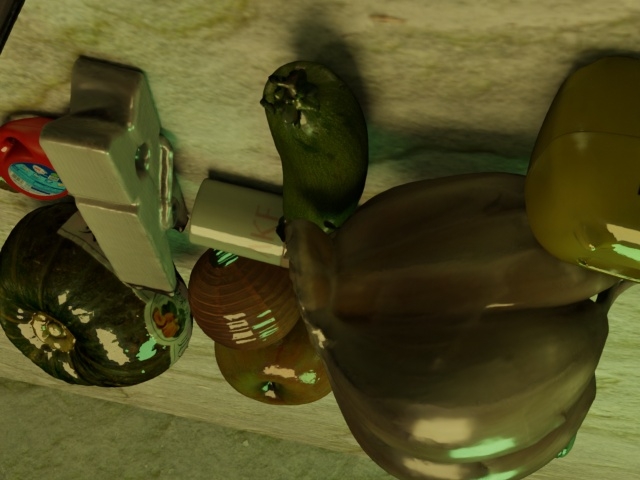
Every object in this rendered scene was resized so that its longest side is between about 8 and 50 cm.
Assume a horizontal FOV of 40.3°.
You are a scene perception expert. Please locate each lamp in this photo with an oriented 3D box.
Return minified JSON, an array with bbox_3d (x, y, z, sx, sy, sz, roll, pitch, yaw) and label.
[{"bbox_3d":[-0.084,0.058,0.997,0.136,0.136,0.136,13,160,5],"label":"lamp"}]

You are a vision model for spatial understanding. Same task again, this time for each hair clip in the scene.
[{"bbox_3d":[-0.182,-0.048,0.844,0.085,0.101,0.331,17,158,4],"label":"hair clip"}]

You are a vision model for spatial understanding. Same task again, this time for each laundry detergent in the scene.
[{"bbox_3d":[-0.271,-0.090,0.862,0.097,0.049,0.165,29,154,-22],"label":"laundry detergent"}]

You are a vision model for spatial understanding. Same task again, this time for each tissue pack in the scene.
[{"bbox_3d":[0.223,-0.030,0.554,0.178,0.127,0.123,15,163,2],"label":"tissue pack"}]

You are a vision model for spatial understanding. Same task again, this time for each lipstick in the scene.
[{"bbox_3d":[0.000,0.000,0.872,0.254,0.070,0.070,14,160,2],"label":"lipstick"}]

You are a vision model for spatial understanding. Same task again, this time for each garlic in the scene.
[{"bbox_3d":[0.112,0.071,0.681,0.292,0.237,0.210,7,158,10],"label":"garlic"}]

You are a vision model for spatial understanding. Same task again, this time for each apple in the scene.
[{"bbox_3d":[-0.051,0.132,1.155,0.182,0.155,0.182,11,146,8],"label":"apple"}]

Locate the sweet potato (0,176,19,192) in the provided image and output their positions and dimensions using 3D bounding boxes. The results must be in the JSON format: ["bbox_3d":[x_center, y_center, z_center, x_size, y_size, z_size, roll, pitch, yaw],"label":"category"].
[{"bbox_3d":[-0.411,-0.103,0.898,0.244,0.077,0.077,21,160,-36],"label":"sweet potato"}]

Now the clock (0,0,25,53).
[{"bbox_3d":[-0.256,-0.138,0.504,0.071,0.192,0.147,11,161,14],"label":"clock"}]

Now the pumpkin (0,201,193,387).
[{"bbox_3d":[-0.283,0.064,1.101,0.260,0.189,0.260,15,132,17],"label":"pumpkin"}]

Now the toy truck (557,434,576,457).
[{"bbox_3d":[0.184,0.110,0.877,0.155,0.156,0.279,12,-173,10],"label":"toy truck"}]

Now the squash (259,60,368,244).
[{"bbox_3d":[-0.002,-0.066,0.687,0.080,0.071,0.318,-2,162,-1],"label":"squash"}]
